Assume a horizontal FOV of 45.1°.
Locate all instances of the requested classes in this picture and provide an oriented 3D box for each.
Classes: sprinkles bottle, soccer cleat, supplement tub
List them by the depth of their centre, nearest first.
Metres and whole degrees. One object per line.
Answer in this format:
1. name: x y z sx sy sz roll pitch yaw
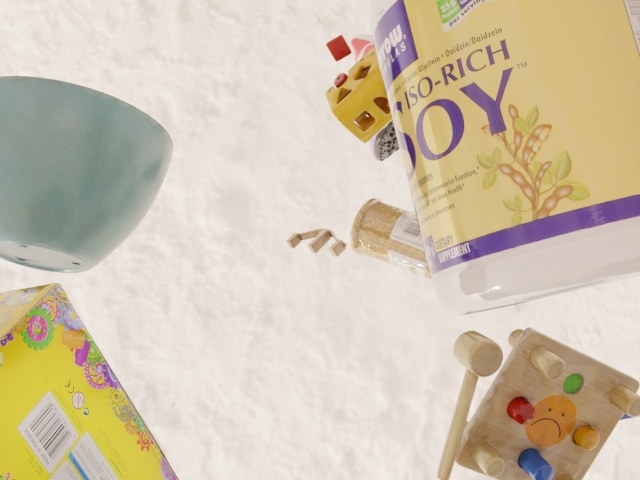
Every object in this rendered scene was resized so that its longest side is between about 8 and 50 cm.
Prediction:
1. supplement tub: 0.174 -0.124 0.616 0.241 0.241 0.331 -16 82 16
2. sprinkles bottle: 0.233 0.023 1.465 0.355 0.121 0.121 21 100 28
3. soccer cleat: 0.123 -0.300 1.635 0.116 0.318 0.108 37 66 26

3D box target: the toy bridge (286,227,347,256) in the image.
1. toy bridge: 0.000 0.000 1.741 0.188 0.063 0.026 9 136 53

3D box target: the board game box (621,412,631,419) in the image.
1. board game box: 0.573 0.359 1.578 0.136 0.201 0.035 -13 73 4

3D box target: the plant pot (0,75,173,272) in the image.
1. plant pot: -0.362 -0.067 1.057 0.290 0.290 0.195 1 71 15

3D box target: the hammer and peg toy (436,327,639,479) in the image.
1. hammer and peg toy: 0.325 0.279 1.256 0.361 0.127 0.266 25 99 -22

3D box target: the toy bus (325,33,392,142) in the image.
1. toy bus: 0.108 -0.254 1.261 0.191 0.104 0.202 -6 129 -8

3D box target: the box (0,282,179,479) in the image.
1. box: -0.306 0.217 0.672 0.279 0.177 0.290 -10 117 27
